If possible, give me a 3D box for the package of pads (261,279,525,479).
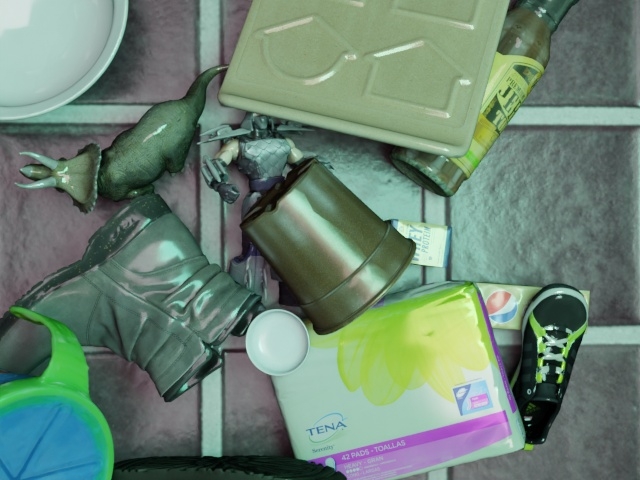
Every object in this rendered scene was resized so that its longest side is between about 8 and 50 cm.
[{"bbox_3d":[0.090,0.187,1.255,0.297,0.101,0.229,-17,90,10],"label":"package of pads"}]

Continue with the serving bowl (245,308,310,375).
[{"bbox_3d":[-0.051,0.127,1.216,0.083,0.027,0.083,0,89,14],"label":"serving bowl"}]

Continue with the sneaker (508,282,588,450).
[{"bbox_3d":[0.302,0.172,1.265,0.084,0.097,0.234,6,116,-6],"label":"sneaker"}]

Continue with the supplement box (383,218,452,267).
[{"bbox_3d":[0.126,0.004,1.299,0.083,0.083,0.056,7,89,-4],"label":"supplement box"}]

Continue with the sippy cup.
[{"bbox_3d":[-0.393,0.238,1.099,0.305,0.224,0.240,-38,129,-32],"label":"sippy cup"}]

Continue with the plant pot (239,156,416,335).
[{"bbox_3d":[0.000,0.000,1.177,0.167,0.167,0.165,-44,102,-4],"label":"plant pot"}]

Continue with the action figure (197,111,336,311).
[{"bbox_3d":[-0.067,-0.053,1.273,0.185,0.099,0.285,-7,97,-21],"label":"action figure"}]

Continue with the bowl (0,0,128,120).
[{"bbox_3d":[-0.389,-0.292,1.239,0.298,0.134,0.297,0,90,-4],"label":"bowl"}]

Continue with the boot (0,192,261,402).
[{"bbox_3d":[-0.255,0.124,1.218,0.338,0.118,0.222,-43,83,9],"label":"boot"}]

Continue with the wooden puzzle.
[{"bbox_3d":[0.069,-0.275,1.254,0.322,0.080,0.347,14,69,10],"label":"wooden puzzle"}]

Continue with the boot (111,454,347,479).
[{"bbox_3d":[-0.116,0.405,1.209,0.348,0.131,0.260,-7,85,30],"label":"boot"}]

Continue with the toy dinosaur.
[{"bbox_3d":[-0.217,-0.116,1.237,0.314,0.160,0.121,-29,92,-4],"label":"toy dinosaur"}]

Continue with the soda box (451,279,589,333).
[{"bbox_3d":[0.270,0.091,1.323,0.181,0.058,0.061,4,89,-4],"label":"soda box"}]

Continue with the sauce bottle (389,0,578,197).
[{"bbox_3d":[0.231,-0.221,1.298,0.111,0.111,0.344,35,88,-3],"label":"sauce bottle"}]
